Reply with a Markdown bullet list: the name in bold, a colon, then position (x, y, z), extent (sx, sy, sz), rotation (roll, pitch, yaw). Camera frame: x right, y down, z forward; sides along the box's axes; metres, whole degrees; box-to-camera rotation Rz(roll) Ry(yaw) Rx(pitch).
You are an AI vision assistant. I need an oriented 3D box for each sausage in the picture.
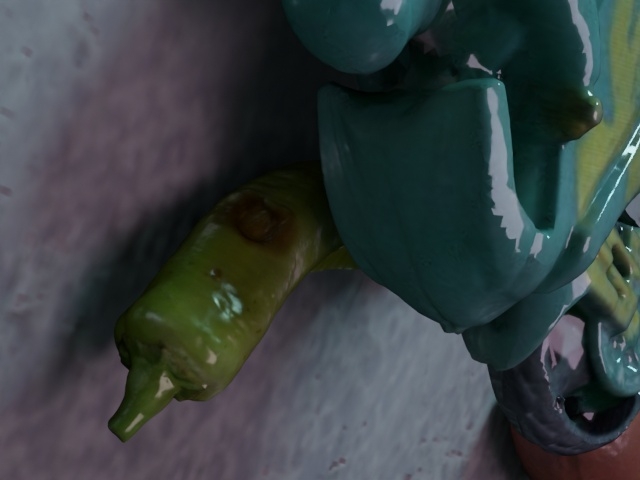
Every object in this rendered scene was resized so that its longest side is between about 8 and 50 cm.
- **sausage**: position (0.129, 0.104, 0.740), extent (0.062, 0.062, 0.154), rotation (-60, 148, -18)

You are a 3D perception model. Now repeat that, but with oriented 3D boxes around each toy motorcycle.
- **toy motorcycle**: position (0.059, -0.088, 0.484), extent (0.198, 0.109, 0.296), rotation (16, 80, -50)

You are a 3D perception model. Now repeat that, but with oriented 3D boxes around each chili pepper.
- **chili pepper**: position (0.000, -0.001, 0.492), extent (0.043, 0.049, 0.208), rotation (-41, 172, 36)
